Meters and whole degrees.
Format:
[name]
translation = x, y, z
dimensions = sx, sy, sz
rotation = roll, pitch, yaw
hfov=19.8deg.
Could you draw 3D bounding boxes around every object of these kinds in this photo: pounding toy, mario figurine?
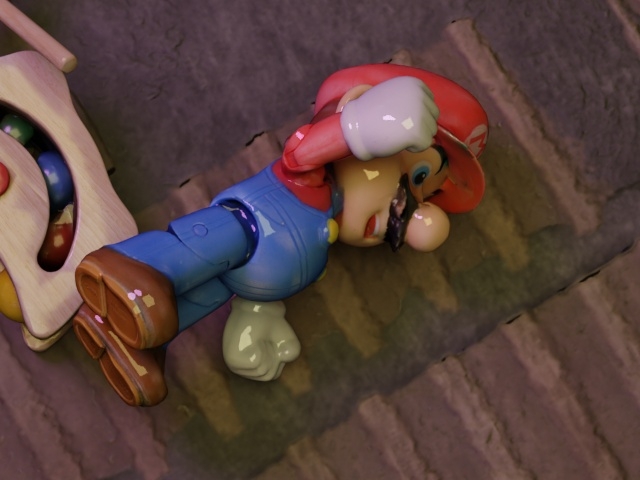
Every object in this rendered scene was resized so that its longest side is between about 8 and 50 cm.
[pounding toy]
translation = -0.232, -0.060, 1.243
dimensions = 0.154, 0.155, 0.270
rotation = -26, 85, -14
[mario figurine]
translation = 0.000, 0.000, 1.237
dimensions = 0.320, 0.198, 0.170
rotation = -34, 104, -24
